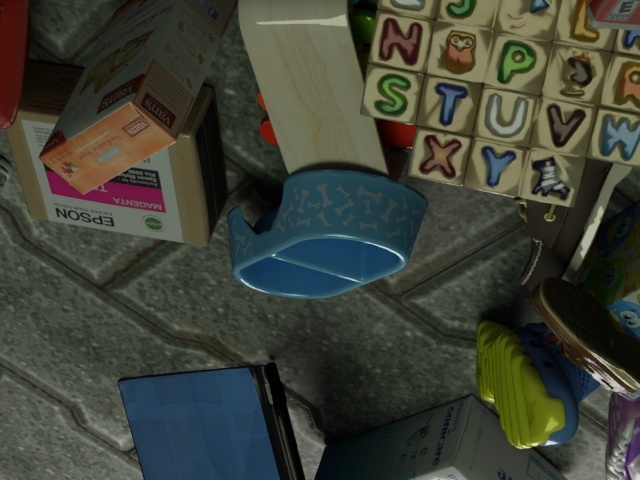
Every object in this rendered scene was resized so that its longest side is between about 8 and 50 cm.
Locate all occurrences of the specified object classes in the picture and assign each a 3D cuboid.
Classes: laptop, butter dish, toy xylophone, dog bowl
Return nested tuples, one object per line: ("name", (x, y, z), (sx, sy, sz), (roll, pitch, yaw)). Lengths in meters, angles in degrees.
("laptop", (-0.124, 0.382, 2.104), (0.236, 0.408, 0.382), (-15, 99, -2))
("butter dish", (-0.381, -0.207, 1.731), (0.160, 0.160, 0.118), (7, -176, 16))
("toy xylophone", (0.033, -0.165, 1.634), (0.236, 0.081, 0.323), (7, 140, 12))
("dog bowl", (0.000, 0.000, 1.782), (0.166, 0.074, 0.297), (17, 159, -26))

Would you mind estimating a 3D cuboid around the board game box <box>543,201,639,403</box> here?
("board game box", (0.392, 0.042, 1.687), (0.144, 0.142, 0.275), (33, 139, -18))

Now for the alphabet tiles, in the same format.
("alphabet tiles", (0.193, -0.196, 1.486), (0.285, 0.011, 0.343), (12, 120, 5))

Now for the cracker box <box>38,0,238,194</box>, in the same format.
("cracker box", (-0.181, -0.171, 1.592), (0.155, 0.232, 0.067), (-25, 125, 40))

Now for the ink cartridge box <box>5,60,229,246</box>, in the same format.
("ink cartridge box", (-0.236, -0.099, 1.818), (0.234, 0.088, 0.193), (8, 139, 12))

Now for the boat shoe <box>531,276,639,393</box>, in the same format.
("boat shoe", (0.279, 0.107, 1.648), (0.178, 0.064, 0.060), (39, 136, -24))

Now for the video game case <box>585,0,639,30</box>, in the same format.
("video game case", (0.380, -0.275, 1.331), (0.204, 0.025, 0.285), (1, 146, -24))

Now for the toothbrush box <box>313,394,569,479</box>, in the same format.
("toothbrush box", (0.159, 0.357, 2.169), (0.216, 0.126, 0.295), (41, 137, -23))

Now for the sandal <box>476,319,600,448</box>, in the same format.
("sandal", (0.264, 0.155, 1.815), (0.138, 0.317, 0.126), (-2, 102, -1))

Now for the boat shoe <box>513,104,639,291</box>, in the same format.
("boat shoe", (0.261, -0.061, 1.643), (0.096, 0.117, 0.324), (19, 137, 2))

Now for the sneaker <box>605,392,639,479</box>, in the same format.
("sneaker", (0.417, 0.267, 1.995), (0.104, 0.095, 0.236), (2, 144, 10))

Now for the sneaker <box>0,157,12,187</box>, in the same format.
("sneaker", (-0.431, -0.089, 1.923), (0.098, 0.069, 0.038), (33, 139, -18))
